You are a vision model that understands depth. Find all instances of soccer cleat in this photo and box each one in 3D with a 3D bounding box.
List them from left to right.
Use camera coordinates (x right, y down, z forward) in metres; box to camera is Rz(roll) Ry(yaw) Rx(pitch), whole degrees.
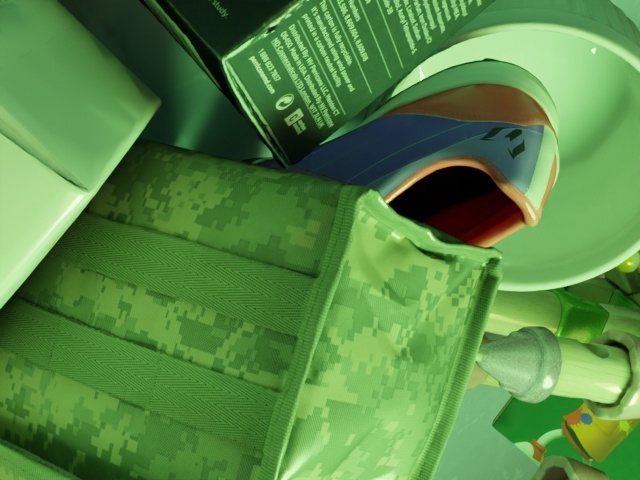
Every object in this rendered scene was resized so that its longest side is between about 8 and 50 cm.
[{"bbox_3d":[0.000,0.000,0.782,0.318,0.116,0.108,-26,119,25],"label":"soccer cleat"}]

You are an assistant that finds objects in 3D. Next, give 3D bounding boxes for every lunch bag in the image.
[{"bbox_3d":[-0.074,0.102,0.659,0.169,0.235,0.287,21,86,-52],"label":"lunch bag"}]

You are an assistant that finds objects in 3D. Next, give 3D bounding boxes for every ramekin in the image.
[{"bbox_3d":[0.133,-0.078,0.847,0.109,0.207,0.207,-78,-168,-52],"label":"ramekin"}]

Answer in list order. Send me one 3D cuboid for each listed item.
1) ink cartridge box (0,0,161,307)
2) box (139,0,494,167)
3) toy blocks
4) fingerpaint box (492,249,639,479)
[{"bbox_3d":[-0.208,0.020,0.541,0.283,0.117,0.207,-47,-170,12],"label":"ink cartridge box"},{"bbox_3d":[0.007,-0.166,0.598,0.207,0.153,0.108,-38,153,-3],"label":"box"},{"bbox_3d":[0.168,0.035,0.991,0.260,0.288,0.308,13,110,-25],"label":"toy blocks"},{"bbox_3d":[0.419,0.033,1.300,0.445,0.163,0.371,-28,154,-52],"label":"fingerpaint box"}]
